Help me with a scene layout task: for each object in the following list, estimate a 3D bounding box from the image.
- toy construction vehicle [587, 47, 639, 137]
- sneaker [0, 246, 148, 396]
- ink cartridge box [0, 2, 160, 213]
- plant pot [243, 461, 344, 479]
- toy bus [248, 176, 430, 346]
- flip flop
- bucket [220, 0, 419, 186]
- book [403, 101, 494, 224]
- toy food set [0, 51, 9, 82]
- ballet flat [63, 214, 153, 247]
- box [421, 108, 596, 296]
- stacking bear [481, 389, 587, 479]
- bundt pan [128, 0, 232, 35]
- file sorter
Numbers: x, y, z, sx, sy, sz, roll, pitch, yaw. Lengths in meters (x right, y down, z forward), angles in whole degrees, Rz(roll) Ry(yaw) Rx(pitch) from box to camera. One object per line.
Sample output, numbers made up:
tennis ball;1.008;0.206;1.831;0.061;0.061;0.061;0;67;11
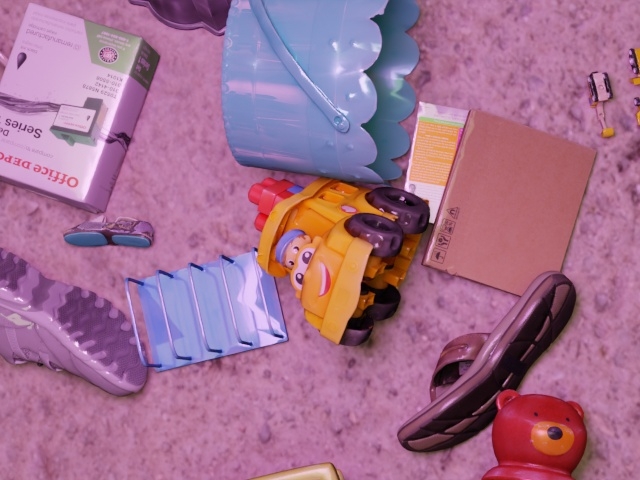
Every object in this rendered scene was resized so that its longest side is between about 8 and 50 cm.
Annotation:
toy construction vehicle;0.369;-0.180;1.635;0.085;0.035;0.098;-13;85;-7
sneaker;-0.340;0.112;1.660;0.281;0.105;0.115;33;122;4
ink cartridge box;-0.317;-0.162;1.672;0.160;0.092;0.219;18;85;8
plant pot;-0.054;0.381;1.528;0.227;0.207;0.228;-15;83;5
toy bus;0.000;0.000;1.554;0.211;0.220;0.149;26;114;12
flip flop;0.189;0.139;1.588;0.277;0.112;0.080;-51;54;2
bucket;0.005;-0.199;1.559;0.183;0.281;0.281;5;84;12
book;0.155;-0.090;1.646;0.096;0.035;0.144;10;85;4
toy food set;-0.560;-0.178;1.663;0.219;0.092;0.306;42;90;-13
ballet flat;-0.264;-0.012;1.683;0.114;0.041;0.041;2;84;6
box;0.229;-0.040;1.623;0.164;0.021;0.201;18;85;-4
stacking bear;0.238;0.317;1.531;0.175;0.164;0.289;10;74;0
bundt pan;-0.135;-0.431;1.668;0.330;0.124;0.331;-1;84;5
file sorter;-0.140;0.081;1.621;0.170;0.104;0.118;-14;82;5
